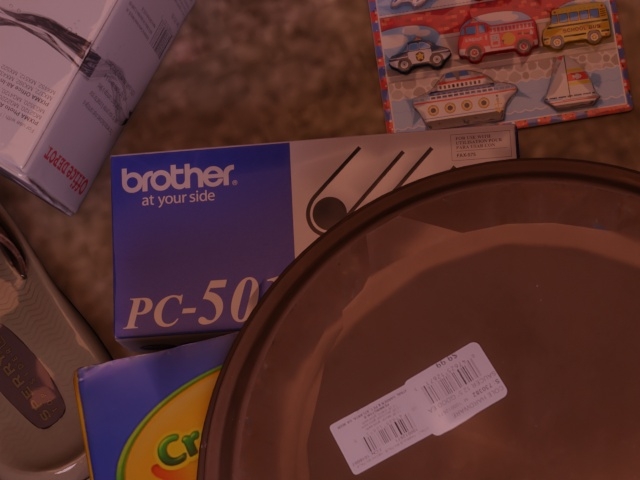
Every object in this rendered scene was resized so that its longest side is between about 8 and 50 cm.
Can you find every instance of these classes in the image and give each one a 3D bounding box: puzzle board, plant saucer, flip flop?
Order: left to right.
[{"bbox_3d":[-0.207,0.014,0.873,0.112,0.080,0.277,-41,77,-2],"label":"flip flop"},{"bbox_3d":[0.092,-0.104,0.898,0.128,0.011,0.096,-9,78,5],"label":"puzzle board"},{"bbox_3d":[0.083,0.092,0.678,0.278,0.041,0.278,-3,71,9],"label":"plant saucer"}]

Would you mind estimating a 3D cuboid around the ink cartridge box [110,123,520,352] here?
[{"bbox_3d":[0.000,0.000,0.871,0.207,0.046,0.097,-4,78,6],"label":"ink cartridge box"}]

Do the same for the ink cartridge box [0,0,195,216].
[{"bbox_3d":[-0.126,-0.099,0.870,0.063,0.109,0.150,28,84,10],"label":"ink cartridge box"}]

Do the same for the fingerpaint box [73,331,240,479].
[{"bbox_3d":[0.153,0.192,0.742,0.445,0.163,0.371,-15,70,3],"label":"fingerpaint box"}]
